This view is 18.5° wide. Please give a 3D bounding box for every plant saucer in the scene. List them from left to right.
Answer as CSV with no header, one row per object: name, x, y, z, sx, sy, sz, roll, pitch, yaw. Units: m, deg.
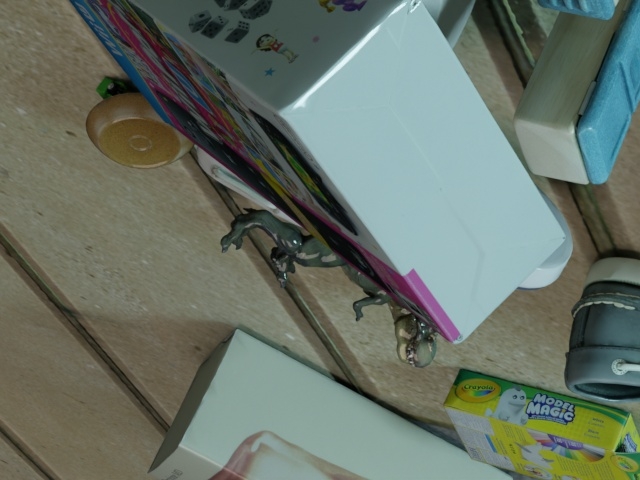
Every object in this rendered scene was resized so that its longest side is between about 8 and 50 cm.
plant saucer,-0.133,-0.077,1.452,0.083,0.015,0.083,1,143,1

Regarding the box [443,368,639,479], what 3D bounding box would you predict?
box,0.200,0.166,1.631,0.179,0.043,0.105,15,154,28

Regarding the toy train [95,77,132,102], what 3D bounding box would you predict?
toy train,-0.140,-0.092,1.467,0.024,0.017,0.083,19,158,40

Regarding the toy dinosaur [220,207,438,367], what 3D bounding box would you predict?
toy dinosaur,0.000,0.000,1.467,0.118,0.064,0.268,-6,140,29

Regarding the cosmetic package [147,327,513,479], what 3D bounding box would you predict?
cosmetic package,0.007,0.219,1.824,0.296,0.129,0.153,29,158,-5

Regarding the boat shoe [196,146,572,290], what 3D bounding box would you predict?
boat shoe,0.035,-0.026,1.297,0.267,0.096,0.088,24,132,9

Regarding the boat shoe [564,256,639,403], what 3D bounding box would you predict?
boat shoe,0.314,0.123,1.354,0.319,0.099,0.116,27,156,-2

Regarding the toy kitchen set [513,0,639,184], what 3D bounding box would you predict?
toy kitchen set,0.178,-0.121,0.955,0.166,0.122,0.207,13,154,26

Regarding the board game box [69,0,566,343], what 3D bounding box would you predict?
board game box,-0.027,-0.099,1.102,0.303,0.097,0.224,40,171,43

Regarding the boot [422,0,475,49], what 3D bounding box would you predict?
boot,0.041,-0.167,1.083,0.086,0.069,0.190,27,149,15
